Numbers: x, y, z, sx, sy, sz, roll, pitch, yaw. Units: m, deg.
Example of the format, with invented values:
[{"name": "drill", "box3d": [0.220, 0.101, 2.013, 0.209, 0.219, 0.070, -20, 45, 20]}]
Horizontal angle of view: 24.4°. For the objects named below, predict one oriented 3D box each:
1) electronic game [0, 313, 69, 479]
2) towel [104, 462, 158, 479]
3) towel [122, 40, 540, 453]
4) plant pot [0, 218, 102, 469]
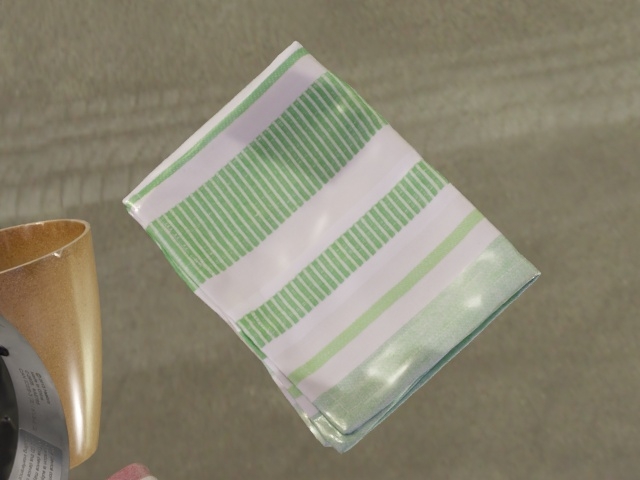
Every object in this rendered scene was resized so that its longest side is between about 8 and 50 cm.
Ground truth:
[{"name": "electronic game", "box3d": [-0.213, 0.085, 0.571, 0.229, 0.229, 0.048, 0, 134, -14]}, {"name": "towel", "box3d": [-0.228, 0.324, 1.415, 0.237, 0.329, 0.037, -32, 106, -14]}, {"name": "towel", "box3d": [0.000, 0.000, 1.362, 0.248, 0.325, 0.038, -43, 162, -1]}, {"name": "plant pot", "box3d": [-0.339, 0.131, 1.661, 0.237, 0.237, 0.254, -16, 105, -5]}]
